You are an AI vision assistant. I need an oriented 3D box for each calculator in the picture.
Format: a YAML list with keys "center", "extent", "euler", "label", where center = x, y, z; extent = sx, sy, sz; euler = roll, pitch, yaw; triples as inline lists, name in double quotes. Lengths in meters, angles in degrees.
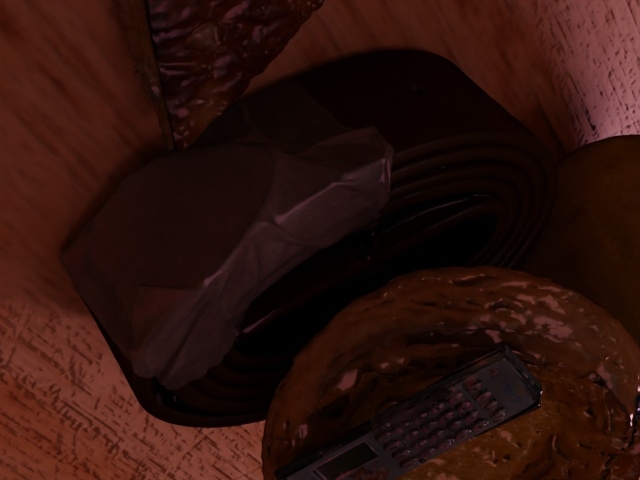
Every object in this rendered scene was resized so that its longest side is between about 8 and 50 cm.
- center: [0.056, 0.122, 0.886]
  extent: [0.172, 0.018, 0.057]
  euler: [-30, 123, 17]
  label: "calculator"

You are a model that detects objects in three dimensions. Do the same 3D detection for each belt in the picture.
- center: [0.000, 0.000, 0.966]
  extent: [0.339, 0.122, 0.217]
  euler: [-24, 139, -23]
  label: "belt"

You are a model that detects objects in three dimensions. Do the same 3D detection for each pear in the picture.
- center: [0.267, 0.069, 1.136]
  extent: [0.304, 0.304, 0.304]
  euler: [-23, 137, -24]
  label: "pear"

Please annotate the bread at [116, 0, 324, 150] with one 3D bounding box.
- center: [-0.076, -0.139, 0.826]
  extent: [0.154, 0.054, 0.136]
  euler: [-52, 143, 1]
  label: "bread"

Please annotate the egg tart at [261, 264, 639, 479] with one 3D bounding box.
- center: [0.095, 0.115, 0.963]
  extent: [0.291, 0.107, 0.291]
  euler: [-4, 128, -6]
  label: "egg tart"
